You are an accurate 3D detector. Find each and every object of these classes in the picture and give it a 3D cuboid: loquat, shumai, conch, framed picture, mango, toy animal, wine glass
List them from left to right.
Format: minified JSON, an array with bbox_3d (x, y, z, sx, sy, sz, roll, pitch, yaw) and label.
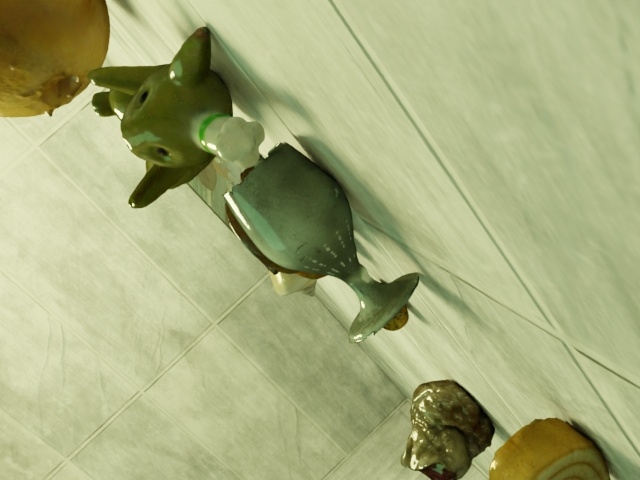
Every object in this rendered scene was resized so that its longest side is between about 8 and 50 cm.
[{"bbox_3d":[-0.510,-0.364,1.244,0.328,0.328,0.328,47,174,6],"label":"loquat"},{"bbox_3d":[-0.191,-0.153,0.958,0.363,0.180,0.181,-150,36,-77],"label":"toy animal"},{"bbox_3d":[-0.180,-0.122,1.434,0.347,0.016,0.265,45,149,24],"label":"framed picture"},{"bbox_3d":[-0.060,-0.006,1.522,0.158,0.127,0.255,-146,39,-74],"label":"conch"},{"bbox_3d":[0.000,0.000,0.913,0.241,0.126,0.126,45,175,-8],"label":"wine glass"},{"bbox_3d":[0.101,0.103,1.233,0.079,0.057,0.114,46,-176,-32],"label":"mango"},{"bbox_3d":[0.228,0.380,1.511,0.184,0.185,0.218,47,174,0],"label":"shumai"}]

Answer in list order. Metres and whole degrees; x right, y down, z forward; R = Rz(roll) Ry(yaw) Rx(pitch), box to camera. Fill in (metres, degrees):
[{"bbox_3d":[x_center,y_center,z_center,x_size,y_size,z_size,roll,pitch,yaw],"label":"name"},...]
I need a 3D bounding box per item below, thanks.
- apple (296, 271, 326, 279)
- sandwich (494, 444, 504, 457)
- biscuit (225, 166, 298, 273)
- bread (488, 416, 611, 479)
[{"bbox_3d":[-0.016,0.004,1.206,0.114,0.099,0.102,19,-171,-15],"label":"apple"},{"bbox_3d":[0.375,0.399,1.167,0.186,0.065,0.214,50,173,-24],"label":"sandwich"},{"bbox_3d":[-0.054,-0.027,1.051,0.180,0.039,0.236,49,-158,2],"label":"biscuit"},{"bbox_3d":[0.253,0.264,0.855,0.149,0.122,0.073,53,175,-39],"label":"bread"}]
